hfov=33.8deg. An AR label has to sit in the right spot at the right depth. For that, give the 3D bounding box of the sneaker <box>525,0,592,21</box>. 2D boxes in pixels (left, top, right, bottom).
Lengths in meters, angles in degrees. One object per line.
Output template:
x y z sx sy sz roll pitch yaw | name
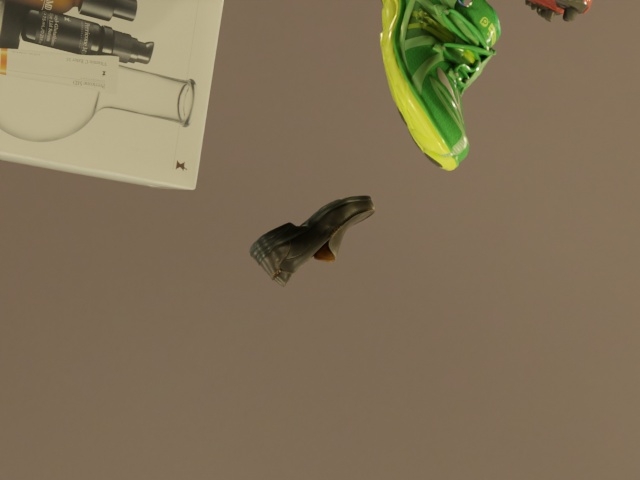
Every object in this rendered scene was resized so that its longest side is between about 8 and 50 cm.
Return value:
0.273 -0.331 1.232 0.097 0.135 0.276 23 -169 -5 | sneaker

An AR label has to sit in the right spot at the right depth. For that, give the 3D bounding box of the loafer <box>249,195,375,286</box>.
0.000 0.000 1.233 0.170 0.062 0.061 -28 -104 -25 | loafer

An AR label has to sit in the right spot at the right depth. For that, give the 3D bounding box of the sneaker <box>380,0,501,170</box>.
0.133 -0.210 1.136 0.123 0.109 0.296 -13 -126 16 | sneaker

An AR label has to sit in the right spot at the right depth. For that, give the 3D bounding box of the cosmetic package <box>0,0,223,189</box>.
-0.245 -0.260 1.101 0.284 0.097 0.377 9 -91 -37 | cosmetic package
